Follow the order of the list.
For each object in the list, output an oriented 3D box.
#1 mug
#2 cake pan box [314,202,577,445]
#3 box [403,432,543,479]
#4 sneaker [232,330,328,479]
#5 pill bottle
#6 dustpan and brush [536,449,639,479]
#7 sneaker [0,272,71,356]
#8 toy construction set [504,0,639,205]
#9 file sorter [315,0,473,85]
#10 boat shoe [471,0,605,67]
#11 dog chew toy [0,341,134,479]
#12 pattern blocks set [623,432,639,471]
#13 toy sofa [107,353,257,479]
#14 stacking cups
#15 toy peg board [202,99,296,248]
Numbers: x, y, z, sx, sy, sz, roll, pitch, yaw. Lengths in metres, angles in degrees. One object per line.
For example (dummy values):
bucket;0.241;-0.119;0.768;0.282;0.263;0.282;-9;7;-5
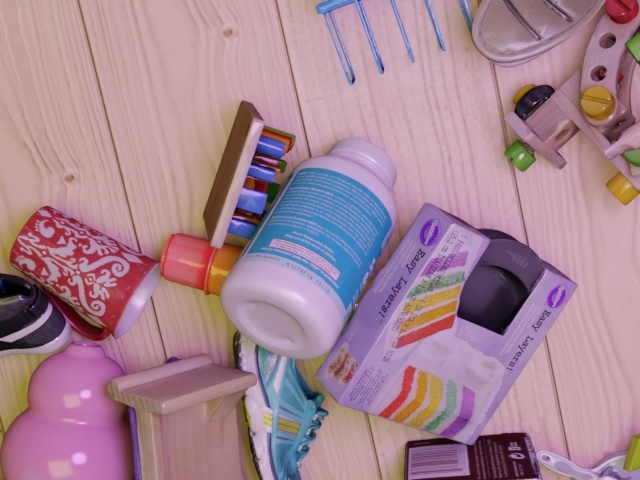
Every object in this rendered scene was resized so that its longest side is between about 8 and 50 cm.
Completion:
mug;-0.313;0.051;1.398;0.169;0.113;0.150;31;99;3
cake pan box;0.160;0.105;1.318;0.246;0.070;0.267;25;102;-39
box;0.197;0.369;1.371;0.167;0.168;0.203;-6;100;6
sneaker;-0.042;0.239;1.411;0.110;0.107;0.275;-9;101;-6
pill bottle;0.000;0.000;1.287;0.146;0.146;0.264;30;57;0
dustpan and brush;0.370;0.315;1.400;0.211;0.060;0.147;28;101;0
sneaker;-0.443;0.097;1.402;0.217;0.079;0.121;-12;130;14
toy construction set;0.330;-0.125;1.223;0.237;0.309;0.257;-36;87;15
file sorter;0.094;-0.264;1.301;0.170;0.118;0.104;-19;100;8
boat shoe;0.291;-0.312;1.254;0.302;0.103;0.113;-45;88;-3
dog chew toy;-0.326;0.297;1.402;0.206;0.206;0.332;8;92;4
pattern blocks set;0.438;0.374;1.372;0.325;0.026;0.285;-7;98;-15
toy sofa;-0.177;0.335;1.370;0.177;0.150;0.362;7;105;46
stacking cups;-0.045;0.055;1.392;0.316;0.096;0.096;17;101;7
toy peg board;-0.080;-0.076;1.336;0.079;0.160;0.161;17;101;-13
